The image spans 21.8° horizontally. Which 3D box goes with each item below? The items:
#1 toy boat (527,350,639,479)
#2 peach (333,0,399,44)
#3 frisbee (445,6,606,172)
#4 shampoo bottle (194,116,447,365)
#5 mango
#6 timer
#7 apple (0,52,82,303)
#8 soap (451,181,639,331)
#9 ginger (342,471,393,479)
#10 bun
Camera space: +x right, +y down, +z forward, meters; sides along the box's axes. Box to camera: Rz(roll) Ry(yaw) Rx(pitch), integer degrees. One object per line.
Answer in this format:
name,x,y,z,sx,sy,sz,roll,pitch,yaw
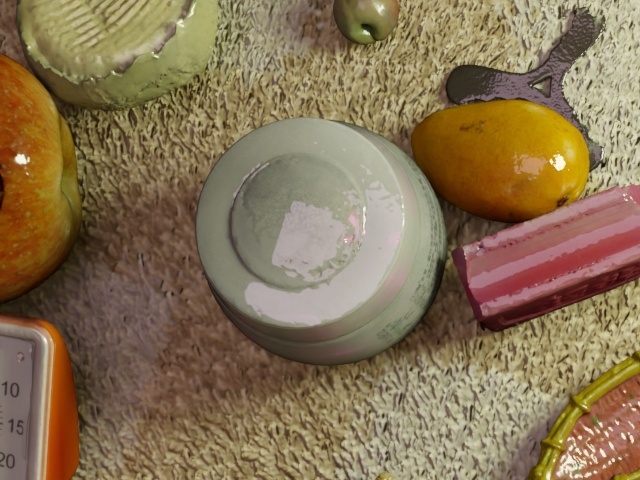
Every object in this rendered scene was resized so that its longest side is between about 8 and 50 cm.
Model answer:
toy boat,0.362,0.192,1.817,0.318,0.099,0.141,-35,70,9
peach,0.055,-0.276,1.985,0.083,0.083,0.083,-3,80,14
frisbee,0.275,-0.189,1.949,0.211,0.012,0.187,38,90,17
shampoo bottle,0.000,0.000,1.854,0.273,0.266,0.273,-3,78,13
mango,0.196,-0.096,1.899,0.217,0.102,0.141,20,105,30
timer,-0.414,0.186,1.937,0.257,0.161,0.250,8,116,16
apple,-0.400,-0.072,1.971,0.250,0.277,0.309,16,115,6
soap,0.277,0.010,1.833,0.250,0.162,0.099,-22,76,11
ginger,0.035,0.323,1.884,0.205,0.081,0.115,13,115,8
bun,-0.237,-0.264,2.018,0.259,0.152,0.259,-6,68,14
